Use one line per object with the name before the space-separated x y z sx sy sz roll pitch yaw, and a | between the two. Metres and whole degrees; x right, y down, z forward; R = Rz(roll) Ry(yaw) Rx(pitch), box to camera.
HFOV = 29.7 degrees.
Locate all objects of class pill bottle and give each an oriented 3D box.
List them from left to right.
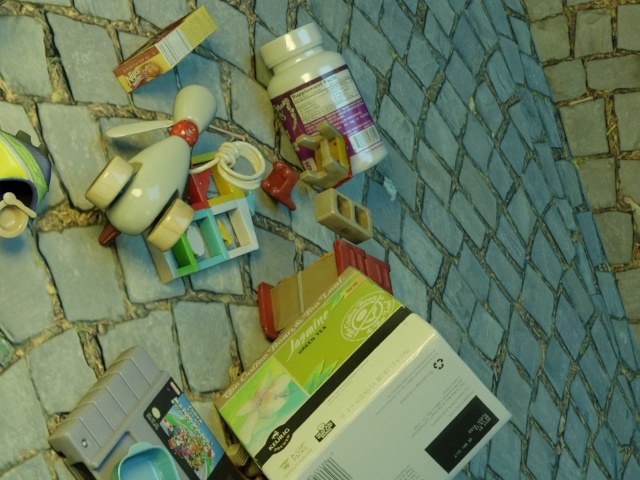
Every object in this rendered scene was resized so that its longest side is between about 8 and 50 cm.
pill bottle | -0.002 -0.265 2.357 0.169 0.169 0.301 -34 100 -56

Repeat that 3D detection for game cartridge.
game cartridge | -0.230 0.354 1.791 0.355 0.068 0.230 57 39 -16

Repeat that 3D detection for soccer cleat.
soccer cleat | -0.493 -0.122 1.661 0.289 0.093 0.121 29 56 -43

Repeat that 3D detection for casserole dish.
casserole dish | -0.238 0.376 1.685 0.114 0.037 0.188 -11 82 -56

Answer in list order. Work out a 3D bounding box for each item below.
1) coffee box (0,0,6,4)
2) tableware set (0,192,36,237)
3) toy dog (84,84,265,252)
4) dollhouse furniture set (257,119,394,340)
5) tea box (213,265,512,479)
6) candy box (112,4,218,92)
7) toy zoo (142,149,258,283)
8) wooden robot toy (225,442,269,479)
coffee box | -0.580 -0.326 1.626 0.168 0.119 0.297 57 35 -14
tableware set | -0.474 -0.025 1.637 0.141 0.020 0.169 47 63 -38
toy dog | -0.262 -0.100 1.905 0.220 0.161 0.333 53 39 -1
dollhouse furniture set | 0.000 0.000 2.196 0.152 0.201 0.374 29 43 -43
tea box | 0.057 0.265 1.890 0.220 0.329 0.323 47 -6 -27
candy box | -0.266 -0.331 2.078 0.053 0.109 0.187 57 36 -15
toy zoo | -0.206 -0.050 2.073 0.293 0.030 0.192 -23 90 -56
wooden robot toy | -0.083 0.400 1.949 0.076 0.079 0.173 -31 98 -56
